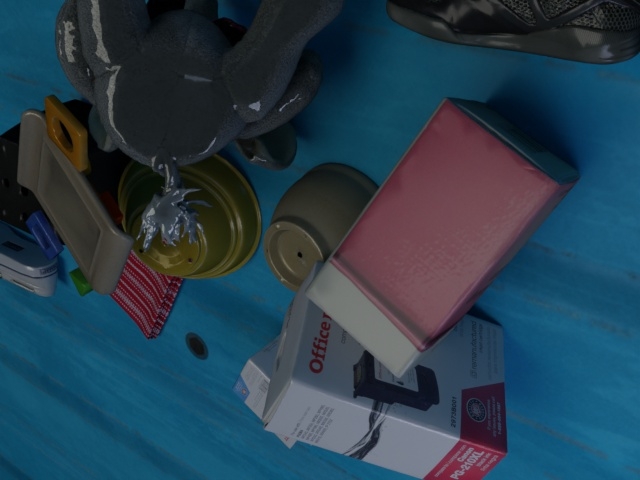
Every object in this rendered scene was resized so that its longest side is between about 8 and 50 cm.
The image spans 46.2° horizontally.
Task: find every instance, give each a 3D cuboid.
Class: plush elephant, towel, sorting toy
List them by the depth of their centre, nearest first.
[{"bbox_3d":[-0.143,-0.179,0.827,0.271,0.255,0.330,9,109,-10],"label":"plush elephant"},{"bbox_3d":[-0.291,-0.045,0.908,0.196,0.047,0.348,52,147,7],"label":"sorting toy"},{"bbox_3d":[-0.316,0.032,1.271,0.199,0.031,0.275,44,136,13],"label":"towel"}]

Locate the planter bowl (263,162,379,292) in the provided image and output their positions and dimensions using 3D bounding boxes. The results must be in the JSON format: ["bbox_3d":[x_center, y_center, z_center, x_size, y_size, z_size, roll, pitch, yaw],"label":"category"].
[{"bbox_3d":[0.000,0.000,0.913,0.162,0.109,0.162,21,126,31],"label":"planter bowl"}]

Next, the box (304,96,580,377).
[{"bbox_3d":[0.118,-0.006,0.721,0.127,0.148,0.232,41,113,15],"label":"box"}]

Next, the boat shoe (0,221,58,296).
[{"bbox_3d":[-0.626,0.037,1.509,0.267,0.096,0.088,19,122,23],"label":"boat shoe"}]

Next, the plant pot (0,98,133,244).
[{"bbox_3d":[-0.369,-0.091,1.111,0.187,0.167,0.188,21,114,25],"label":"plant pot"}]

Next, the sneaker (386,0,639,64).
[{"bbox_3d":[0.165,-0.232,0.647,0.227,0.087,0.130,16,122,31],"label":"sneaker"}]

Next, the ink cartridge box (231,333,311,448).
[{"bbox_3d":[-0.040,0.222,1.095,0.143,0.090,0.092,43,136,12],"label":"ink cartridge box"}]

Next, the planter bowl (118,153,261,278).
[{"bbox_3d":[-0.197,-0.018,1.033,0.217,0.090,0.217,6,120,11],"label":"planter bowl"}]

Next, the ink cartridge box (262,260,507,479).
[{"bbox_3d":[0.074,0.146,0.821,0.237,0.172,0.100,20,133,-8],"label":"ink cartridge box"}]
